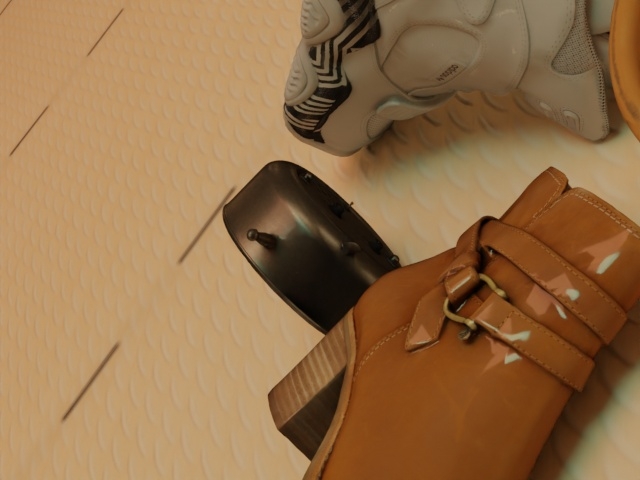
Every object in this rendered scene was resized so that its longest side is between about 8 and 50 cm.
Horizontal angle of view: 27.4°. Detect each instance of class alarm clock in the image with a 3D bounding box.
[{"bbox_3d":[0.000,0.000,0.874,0.064,0.129,0.192,-46,12,8],"label":"alarm clock"}]

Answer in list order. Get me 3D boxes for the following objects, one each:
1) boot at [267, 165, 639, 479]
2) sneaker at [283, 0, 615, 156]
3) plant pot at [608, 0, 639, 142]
[{"bbox_3d":[0.097,0.086,0.664,0.220,0.109,0.283,-40,24,6],"label":"boot"},{"bbox_3d":[0.098,-0.129,0.881,0.137,0.210,0.366,-62,-5,-23],"label":"sneaker"},{"bbox_3d":[0.276,-0.072,0.451,0.291,0.203,0.291,-36,31,26],"label":"plant pot"}]
